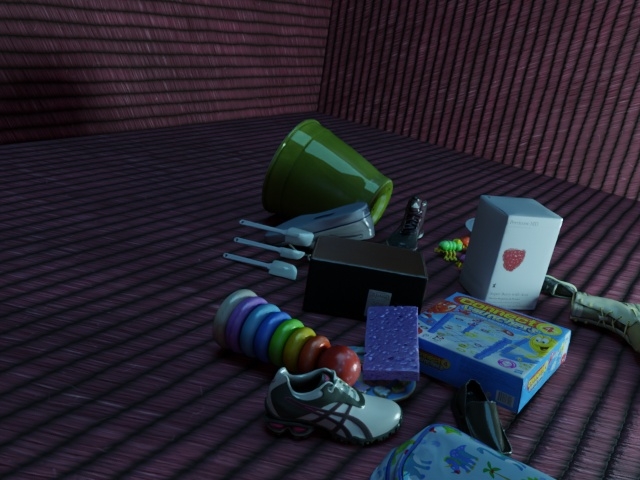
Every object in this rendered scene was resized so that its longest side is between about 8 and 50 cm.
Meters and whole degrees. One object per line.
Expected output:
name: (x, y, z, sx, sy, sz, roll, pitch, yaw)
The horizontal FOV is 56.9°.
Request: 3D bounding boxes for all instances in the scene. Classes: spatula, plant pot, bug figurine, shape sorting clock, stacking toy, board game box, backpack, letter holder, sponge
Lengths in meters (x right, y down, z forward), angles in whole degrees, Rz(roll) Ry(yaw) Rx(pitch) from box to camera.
spatula: (-0.156, 0.018, 1.752, 0.242, 0.019, 0.168, 13, 66, 18)
plant pot: (0.046, -0.181, 2.047, 0.353, 0.366, 0.366, 29, 28, 17)
bug figurine: (0.522, 0.044, 1.987, 0.216, 0.072, 0.279, -2, 25, -24)
shape sorting clock: (0.107, 0.286, 1.289, 0.206, 0.040, 0.206, 8, 23, -3)
stacking toy: (-0.066, 0.224, 1.246, 0.330, 0.141, 0.141, 22, 26, 28)
board game box: (0.382, 0.246, 1.390, 0.308, 0.086, 0.302, 18, 24, 35)
backpack: (0.224, 0.419, 0.792, 0.356, 0.273, 0.290, 10, 26, 37)
letter holder: (0.120, 0.102, 1.600, 0.302, 0.151, 0.214, 10, 20, 2)
sponge: (0.156, 0.221, 1.296, 0.117, 0.031, 0.210, -2, 32, 10)

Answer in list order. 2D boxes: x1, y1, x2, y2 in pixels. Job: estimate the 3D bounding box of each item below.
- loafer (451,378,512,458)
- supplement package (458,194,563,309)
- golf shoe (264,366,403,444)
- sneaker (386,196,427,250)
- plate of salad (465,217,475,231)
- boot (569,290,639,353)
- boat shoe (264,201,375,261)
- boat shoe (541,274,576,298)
loafer: (0.312, 0.352, 1.157, 0.080, 0.078, 0.220, 4, 23, -11)
supplement package: (0.548, 0.035, 1.728, 0.178, 0.292, 0.175, 3, 23, -13)
golf shoe: (0.033, 0.308, 1.110, 0.273, 0.120, 0.105, 5, 21, -12)
sneaker: (0.306, -0.067, 2.052, 0.107, 0.162, 0.281, 14, 23, 13)
plate of salad: (0.599, -0.027, 2.042, 0.200, 0.048, 0.199, 7, 26, -3)
boot: (0.801, 0.221, 1.630, 0.204, 0.095, 0.262, 15, 21, 13)
boat shoe: (0.004, -0.004, 1.841, 0.367, 0.156, 0.136, -14, 18, 24)
boat shoe: (0.724, 0.145, 1.839, 0.152, 0.056, 0.049, 12, 17, 8)
